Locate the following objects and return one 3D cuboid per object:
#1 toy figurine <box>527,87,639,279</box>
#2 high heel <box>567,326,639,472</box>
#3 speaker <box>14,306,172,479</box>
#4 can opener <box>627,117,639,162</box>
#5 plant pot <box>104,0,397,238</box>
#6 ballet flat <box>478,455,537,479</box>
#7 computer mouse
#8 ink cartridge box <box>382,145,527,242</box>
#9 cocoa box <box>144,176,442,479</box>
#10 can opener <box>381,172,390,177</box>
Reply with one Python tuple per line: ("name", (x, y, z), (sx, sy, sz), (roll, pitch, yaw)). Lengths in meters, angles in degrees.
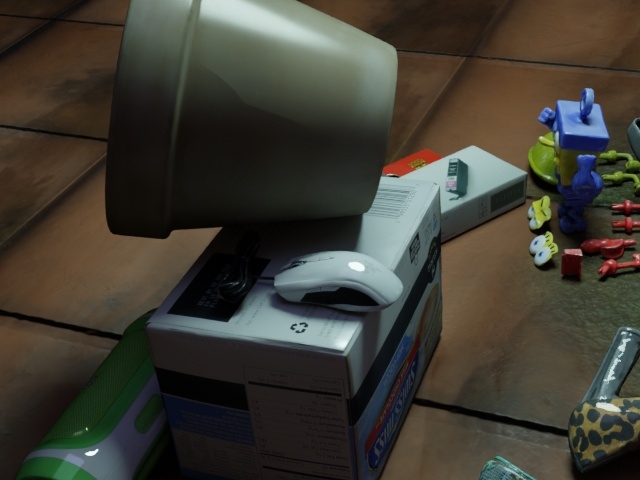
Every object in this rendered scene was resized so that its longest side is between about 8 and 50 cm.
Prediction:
("toy figurine", (0.400, -0.133, 1.563), (0.191, 0.217, 0.362), (0, 34, 9))
("high heel", (0.409, 0.217, 1.169), (0.261, 0.093, 0.186), (22, 59, 23))
("speaker", (-0.223, 0.203, 1.220), (0.131, 0.131, 0.296), (7, 35, 19))
("can opener", (0.557, -0.081, 1.532), (0.076, 0.095, 0.283), (-30, 72, -33))
("plant pot", (-0.070, -0.145, 1.191), (0.280, 0.323, 0.323), (9, 33, -5))
("ballet flat", (0.239, 0.288, 1.092), (0.188, 0.070, 0.070), (21, 41, 38))
("computer mouse", (-0.010, 0.031, 1.104), (0.193, 0.042, 0.106), (5, 33, 17))
("ink cartridge box", (0.140, -0.079, 1.665), (0.275, 0.060, 0.239), (-25, 39, -27))
("cocoa box", (-0.010, 0.100, 1.249), (0.231, 0.228, 0.347), (7, 34, 20))
("can opener", (0.058, -0.095, 1.435), (0.074, 0.280, 0.093), (31, 91, 42))
